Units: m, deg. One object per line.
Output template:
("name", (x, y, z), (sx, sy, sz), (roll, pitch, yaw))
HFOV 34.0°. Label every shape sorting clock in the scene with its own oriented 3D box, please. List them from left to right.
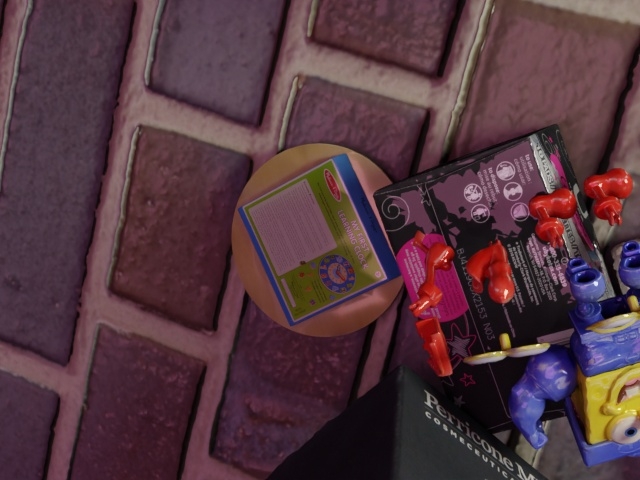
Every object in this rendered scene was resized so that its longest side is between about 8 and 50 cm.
("shape sorting clock", (0.000, 0.000, 1.117), (0.206, 0.040, 0.206), (3, 97, 25))

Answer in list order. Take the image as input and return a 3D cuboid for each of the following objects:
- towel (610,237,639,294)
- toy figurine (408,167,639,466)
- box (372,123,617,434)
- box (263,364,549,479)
("towel", (0.391, 0.115, 0.961), (0.187, 0.049, 0.282), (-16, 92, 25))
("toy figurine", (0.269, 0.078, 0.854), (0.362, 0.191, 0.217), (-17, 121, 4))
("box", (0.182, 0.034, 0.988), (0.163, 0.142, 0.247), (-19, 94, 24))
("box", (0.133, 0.443, 0.825), (0.480, 0.472, 0.297), (39, 113, -13))
